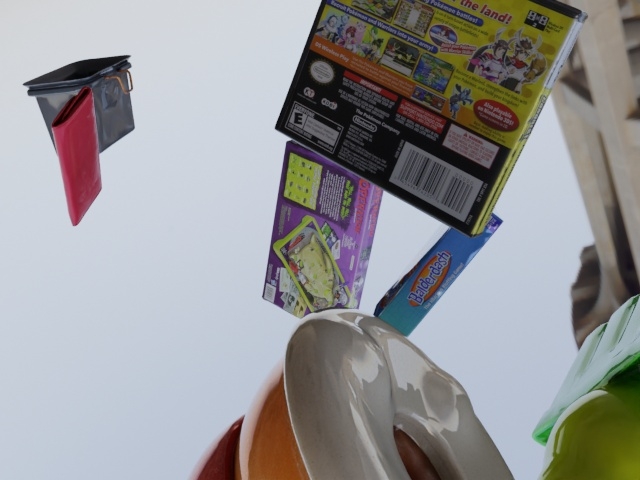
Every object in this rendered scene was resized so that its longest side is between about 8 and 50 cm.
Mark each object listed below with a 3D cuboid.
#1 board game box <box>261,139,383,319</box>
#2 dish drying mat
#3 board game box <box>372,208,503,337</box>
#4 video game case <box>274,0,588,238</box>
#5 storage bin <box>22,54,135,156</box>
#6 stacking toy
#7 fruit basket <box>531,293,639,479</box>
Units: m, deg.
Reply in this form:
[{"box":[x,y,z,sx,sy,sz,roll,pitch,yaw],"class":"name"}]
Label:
[{"box":[0.000,0.000,1.556,0.208,0.346,0.056,29,-149,32],"class":"board game box"},{"box":[-0.126,-0.042,0.425,0.008,0.083,0.032,21,-124,3],"class":"dish drying mat"},{"box":[0.146,0.034,1.045,0.210,0.047,0.160,-53,179,11],"class":"board game box"},{"box":[0.103,-0.174,0.871,0.275,0.248,0.035,31,-158,23],"class":"video game case"},{"box":[-0.261,-0.154,0.938,0.098,0.091,0.135,-3,-156,14],"class":"storage bin"},{"box":[-0.058,0.321,0.776,0.480,0.350,0.350,-38,-153,18],"class":"stacking toy"},{"box":[0.391,0.221,0.903,0.283,0.392,0.392,22,-137,1],"class":"fruit basket"}]
